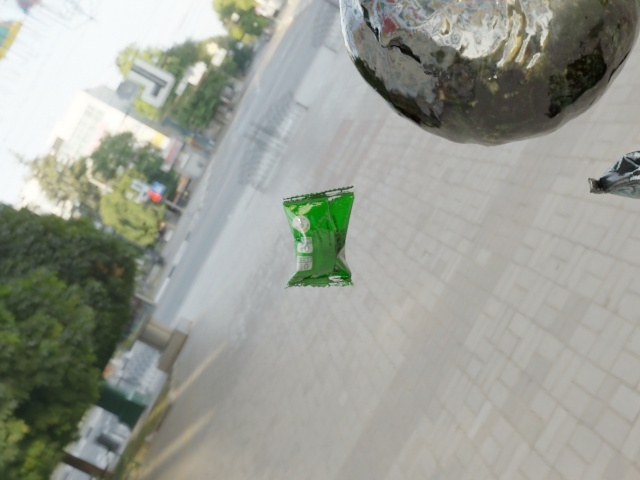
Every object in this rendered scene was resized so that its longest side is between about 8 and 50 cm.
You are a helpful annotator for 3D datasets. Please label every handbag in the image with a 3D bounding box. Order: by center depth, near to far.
[{"bbox_3d":[0.543,-0.098,1.168,0.191,0.332,0.075,164,99,-83],"label":"handbag"}]

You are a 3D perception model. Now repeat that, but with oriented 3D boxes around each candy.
[{"bbox_3d":[0.003,0.001,1.683,0.078,0.141,0.203,27,124,53],"label":"candy"}]

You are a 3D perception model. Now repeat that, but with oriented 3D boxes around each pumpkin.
[{"bbox_3d":[0.244,-0.359,1.272,0.454,0.454,0.344,-63,-17,-7],"label":"pumpkin"}]
